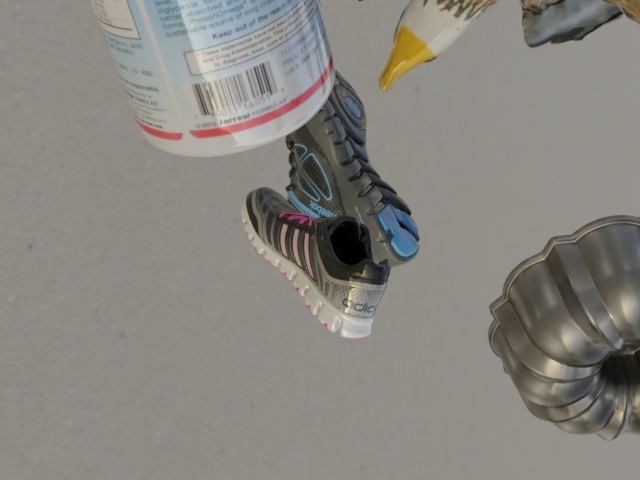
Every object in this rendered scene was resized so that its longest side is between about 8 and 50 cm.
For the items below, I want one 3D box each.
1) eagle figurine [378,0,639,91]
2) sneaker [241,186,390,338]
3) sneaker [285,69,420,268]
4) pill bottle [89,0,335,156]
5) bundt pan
[{"bbox_3d":[0.095,-0.170,0.535,0.298,0.225,0.226,-74,141,-67],"label":"eagle figurine"},{"bbox_3d":[0.000,0.000,0.859,0.063,0.170,0.075,6,123,-45],"label":"sneaker"},{"bbox_3d":[-0.003,-0.097,1.350,0.125,0.139,0.341,13,50,-51],"label":"sneaker"},{"bbox_3d":[-0.051,-0.118,0.399,0.087,0.087,0.160,-54,140,-41],"label":"pill bottle"},{"bbox_3d":[0.379,0.127,1.301,0.331,0.331,0.124,56,17,-40],"label":"bundt pan"}]
